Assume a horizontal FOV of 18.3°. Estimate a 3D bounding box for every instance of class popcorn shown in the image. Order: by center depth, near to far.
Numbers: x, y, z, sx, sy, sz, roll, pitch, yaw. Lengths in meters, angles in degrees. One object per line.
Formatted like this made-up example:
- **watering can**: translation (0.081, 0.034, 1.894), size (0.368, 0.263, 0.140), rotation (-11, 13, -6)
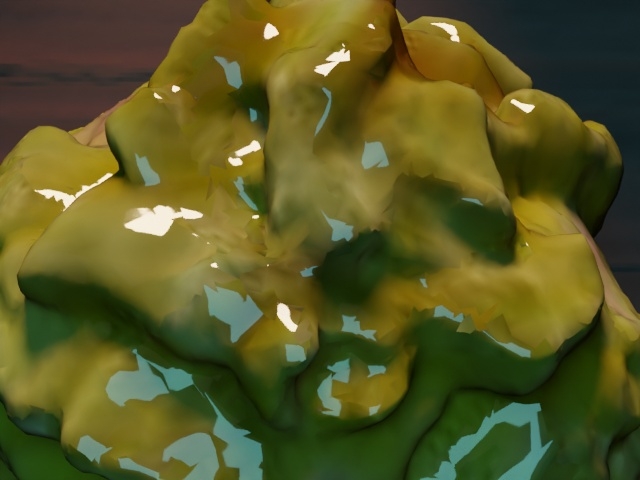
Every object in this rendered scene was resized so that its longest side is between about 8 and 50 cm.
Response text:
- **popcorn**: translation (-0.002, 0.022, 0.640), size (0.259, 0.212, 0.259), rotation (-2, 79, 9)

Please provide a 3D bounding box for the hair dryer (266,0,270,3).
- **hair dryer**: translation (0.000, 0.000, 0.782), size (0.128, 0.070, 0.255), rotation (-28, 73, 0)
